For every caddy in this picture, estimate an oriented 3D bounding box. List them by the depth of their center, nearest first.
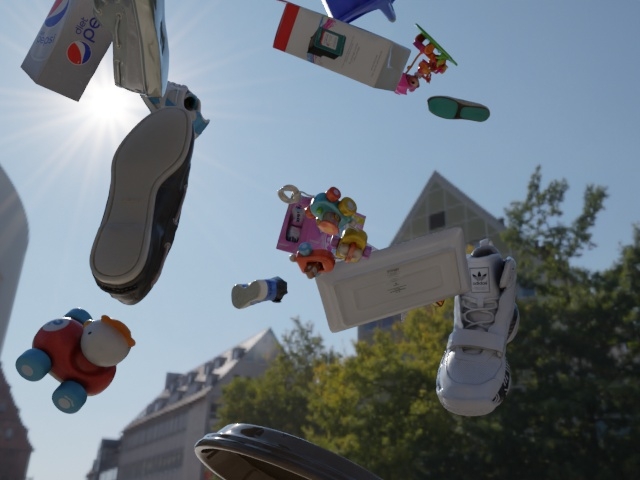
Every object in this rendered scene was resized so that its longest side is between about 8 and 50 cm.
[{"bbox_3d":[0.119,-0.558,1.432,0.241,0.341,0.179,-26,-76,16],"label":"caddy"}]

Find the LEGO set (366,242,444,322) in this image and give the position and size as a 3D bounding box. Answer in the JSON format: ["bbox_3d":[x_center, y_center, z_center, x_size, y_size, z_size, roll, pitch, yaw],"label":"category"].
[{"bbox_3d":[0.145,0.093,1.441,0.244,0.060,0.182,31,-21,2],"label":"LEGO set"}]

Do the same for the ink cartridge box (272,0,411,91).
[{"bbox_3d":[0.018,-0.322,1.074,0.231,0.078,0.134,26,18,16],"label":"ink cartridge box"}]

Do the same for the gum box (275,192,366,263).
[{"bbox_3d":[0.002,-0.017,1.203,0.062,0.107,0.188,13,-2,34],"label":"gum box"}]

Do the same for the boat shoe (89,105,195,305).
[{"bbox_3d":[-0.267,-0.059,1.006,0.112,0.335,0.095,7,-32,5],"label":"boat shoe"}]

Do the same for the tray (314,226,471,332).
[{"bbox_3d":[0.133,0.077,1.156,0.271,0.030,0.145,-17,-61,-2],"label":"tray"}]

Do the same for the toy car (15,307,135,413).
[{"bbox_3d":[-0.530,0.234,1.525,0.238,0.219,0.210,-39,-80,27],"label":"toy car"}]

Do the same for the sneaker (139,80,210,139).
[{"bbox_3d":[-0.292,-0.274,1.305,0.092,0.228,0.087,-38,-31,7],"label":"sneaker"}]

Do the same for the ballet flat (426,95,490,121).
[{"bbox_3d":[0.340,-0.329,1.641,0.168,0.052,0.057,12,-60,-10],"label":"ballet flat"}]

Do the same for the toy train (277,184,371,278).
[{"bbox_3d":[0.000,0.000,0.879,0.125,0.046,0.166,-1,-43,17],"label":"toy train"}]

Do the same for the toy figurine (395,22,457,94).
[{"bbox_3d":[0.245,-0.436,1.672,0.159,0.130,0.173,-46,-37,18],"label":"toy figurine"}]

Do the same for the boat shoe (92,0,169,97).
[{"bbox_3d":[-0.227,-0.263,0.770,0.081,0.079,0.227,5,-39,-4],"label":"boat shoe"}]

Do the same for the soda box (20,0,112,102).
[{"bbox_3d":[-0.452,-0.418,1.254,0.098,0.091,0.286,20,-74,-51],"label":"soda box"}]

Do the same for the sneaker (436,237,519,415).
[{"bbox_3d":[0.296,0.152,1.254,0.138,0.366,0.210,0,-62,26],"label":"sneaker"}]

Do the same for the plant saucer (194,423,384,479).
[{"bbox_3d":[-0.009,0.277,0.734,0.278,0.041,0.277,20,-30,12],"label":"plant saucer"}]

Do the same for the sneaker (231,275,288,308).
[{"bbox_3d":[-0.126,0.111,1.393,0.085,0.058,0.152,1,-16,-34],"label":"sneaker"}]
